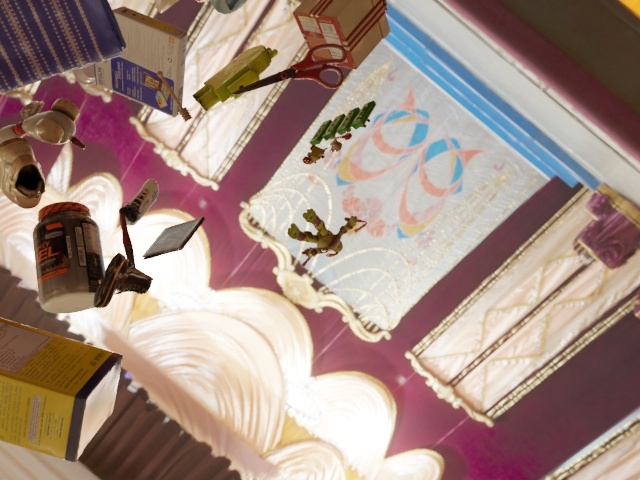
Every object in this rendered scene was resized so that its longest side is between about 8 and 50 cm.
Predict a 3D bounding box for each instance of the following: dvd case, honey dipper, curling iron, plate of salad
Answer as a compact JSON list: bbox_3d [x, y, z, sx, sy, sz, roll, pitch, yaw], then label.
[{"bbox_3d":[-0.527,-0.007,1.824,0.018,0.221,0.164,55,-139,-29],"label":"dvd case"},{"bbox_3d":[-0.435,-0.428,1.513,0.160,0.030,0.030,59,-163,-16],"label":"honey dipper"},{"bbox_3d":[-0.644,0.005,1.739,0.068,0.274,0.035,-3,-161,-20],"label":"curling iron"},{"bbox_3d":[-0.810,-0.644,1.778,0.048,0.199,0.200,19,-160,7],"label":"plate of salad"}]

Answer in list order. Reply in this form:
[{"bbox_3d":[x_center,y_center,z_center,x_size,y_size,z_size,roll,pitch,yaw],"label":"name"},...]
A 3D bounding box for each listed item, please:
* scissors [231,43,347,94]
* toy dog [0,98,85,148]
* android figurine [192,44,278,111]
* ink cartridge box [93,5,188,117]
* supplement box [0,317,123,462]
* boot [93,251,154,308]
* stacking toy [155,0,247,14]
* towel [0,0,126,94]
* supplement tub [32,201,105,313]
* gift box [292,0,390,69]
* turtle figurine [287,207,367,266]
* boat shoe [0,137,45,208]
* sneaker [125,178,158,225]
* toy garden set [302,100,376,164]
[{"bbox_3d":[-0.076,-0.421,1.256,0.297,0.109,0.021,-8,-162,-11],"label":"scissors"},{"bbox_3d":[-0.925,-0.352,1.726,0.334,0.220,0.161,10,146,39],"label":"toy dog"},{"bbox_3d":[-0.243,-0.475,1.475,0.056,0.273,0.248,55,174,-32],"label":"android figurine"},{"bbox_3d":[-0.599,-0.597,1.688,0.307,0.303,0.072,25,-132,2],"label":"ink cartridge box"},{"bbox_3d":[-0.703,0.353,1.239,0.357,0.195,0.194,17,-161,-1],"label":"supplement box"},{"bbox_3d":[-0.553,0.137,1.461,0.137,0.077,0.198,41,-147,-29],"label":"boot"},{"bbox_3d":[-0.281,-0.676,1.299,0.130,0.279,0.309,53,161,6],"label":"stacking toy"},{"bbox_3d":[-0.516,-0.370,0.825,0.336,0.243,0.040,-30,-141,-23],"label":"towel"},{"bbox_3d":[-0.833,0.055,1.696,0.207,0.207,0.338,10,-123,-52],"label":"supplement tub"},{"bbox_3d":[0.090,-0.808,1.822,0.255,0.258,0.276,28,160,32],"label":"gift box"},{"bbox_3d":[0.000,0.000,1.572,0.217,0.269,0.087,30,-144,-45],"label":"turtle figurine"},{"bbox_3d":[-0.947,-0.182,1.630,0.122,0.341,0.110,-32,-102,-30],"label":"boat shoe"},{"bbox_3d":[-0.784,-0.171,2.233,0.085,0.237,0.086,27,162,-4],"label":"sneaker"},{"bbox_3d":[0.059,-0.338,1.662,0.049,0.244,0.203,46,-124,-27],"label":"toy garden set"}]
